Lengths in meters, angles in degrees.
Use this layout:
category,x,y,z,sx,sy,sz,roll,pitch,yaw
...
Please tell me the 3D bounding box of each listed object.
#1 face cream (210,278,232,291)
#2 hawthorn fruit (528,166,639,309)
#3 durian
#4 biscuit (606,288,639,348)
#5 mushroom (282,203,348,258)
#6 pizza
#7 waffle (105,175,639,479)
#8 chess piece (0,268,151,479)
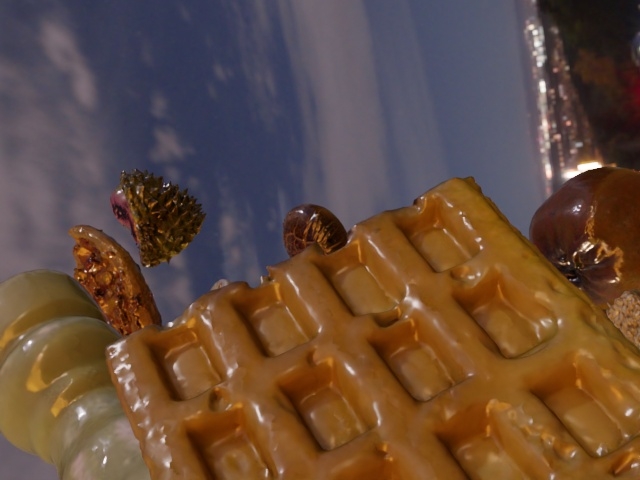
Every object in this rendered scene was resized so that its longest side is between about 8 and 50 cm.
category,x,y,z,sx,sy,sz,roll,pitch,yaw
face cream,-0.113,0.184,2.046,0.311,0.092,0.092,26,-130,-30
hawthorn fruit,0.579,-0.023,1.777,0.301,0.268,0.268,-40,-51,-30
durian,-0.234,-0.054,1.254,0.187,0.119,0.108,52,166,58
biscuit,0.535,0.149,1.411,0.082,0.070,0.168,3,-143,-42
mushroom,-0.006,0.005,1.328,0.126,0.085,0.109,47,166,9
pizza,-0.396,0.095,1.674,0.085,0.161,0.305,-18,-118,-48
waffle,0.035,0.088,0.460,0.221,0.248,0.055,55,165,41
chess piece,-0.219,0.221,0.928,0.442,0.234,0.234,38,165,36
